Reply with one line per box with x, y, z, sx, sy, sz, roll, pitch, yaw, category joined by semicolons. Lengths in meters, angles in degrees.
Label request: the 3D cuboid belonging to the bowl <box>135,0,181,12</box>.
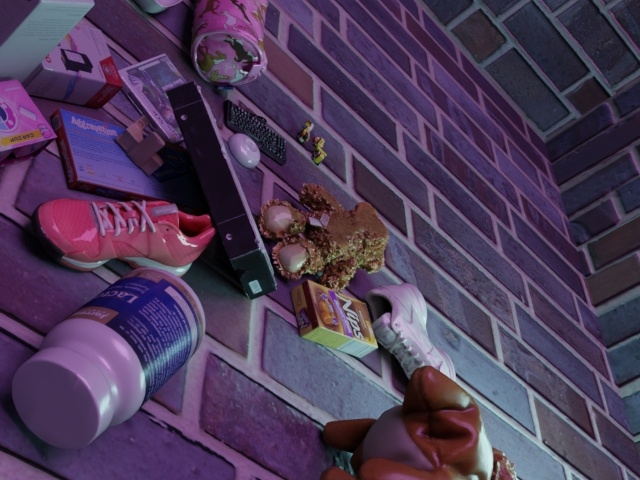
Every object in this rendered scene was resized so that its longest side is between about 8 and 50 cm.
-0.367;-0.544;1.838;0.142;0.053;0.142;50;27;-10;bowl

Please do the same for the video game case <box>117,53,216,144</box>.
-0.300;-0.275;1.691;0.173;0.022;0.190;53;28;-6;video game case

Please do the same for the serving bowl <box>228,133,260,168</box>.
-0.155;-0.193;1.826;0.083;0.027;0.083;39;31;-29;serving bowl

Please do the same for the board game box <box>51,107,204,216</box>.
-0.326;-0.129;1.489;0.281;0.027;0.145;13;50;-52;board game box

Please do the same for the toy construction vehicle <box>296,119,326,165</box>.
-0.014;-0.239;2.089;0.086;0.035;0.098;46;29;-19;toy construction vehicle

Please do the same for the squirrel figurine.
0.182;0.476;1.402;0.397;0.281;0.370;37;39;-27;squirrel figurine

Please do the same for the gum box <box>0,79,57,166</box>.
-0.483;-0.161;1.237;0.107;0.062;0.188;56;28;0;gum box

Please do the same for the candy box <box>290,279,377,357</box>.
0.029;0.157;1.718;0.187;0.053;0.109;26;39;-45;candy box

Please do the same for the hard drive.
-0.169;-0.084;1.528;0.237;0.064;0.339;78;-11;-69;hard drive

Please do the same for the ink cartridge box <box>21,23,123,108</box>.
-0.435;-0.303;1.453;0.175;0.072;0.127;2;60;-58;ink cartridge box

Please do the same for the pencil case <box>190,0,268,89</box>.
-0.197;-0.504;1.955;0.386;0.160;0.167;-92;168;-46;pencil case

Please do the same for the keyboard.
-0.141;-0.248;1.913;0.180;0.023;0.108;34;35;-37;keyboard

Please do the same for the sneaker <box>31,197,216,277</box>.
-0.289;-0.027;1.321;0.314;0.136;0.116;12;49;-53;sneaker

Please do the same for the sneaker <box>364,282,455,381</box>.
0.180;0.230;1.848;0.152;0.114;0.305;5;51;-39;sneaker

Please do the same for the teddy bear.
0.000;0.000;1.807;0.245;0.113;0.338;52;35;7;teddy bear

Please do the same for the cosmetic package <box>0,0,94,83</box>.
-0.451;-0.307;1.262;0.085;0.231;0.117;59;27;4;cosmetic package

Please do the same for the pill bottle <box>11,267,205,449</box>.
-0.273;0.150;1.141;0.153;0.153;0.264;53;28;-6;pill bottle

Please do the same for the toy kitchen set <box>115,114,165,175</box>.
-0.290;-0.173;1.490;0.083;0.068;0.075;49;28;-13;toy kitchen set
